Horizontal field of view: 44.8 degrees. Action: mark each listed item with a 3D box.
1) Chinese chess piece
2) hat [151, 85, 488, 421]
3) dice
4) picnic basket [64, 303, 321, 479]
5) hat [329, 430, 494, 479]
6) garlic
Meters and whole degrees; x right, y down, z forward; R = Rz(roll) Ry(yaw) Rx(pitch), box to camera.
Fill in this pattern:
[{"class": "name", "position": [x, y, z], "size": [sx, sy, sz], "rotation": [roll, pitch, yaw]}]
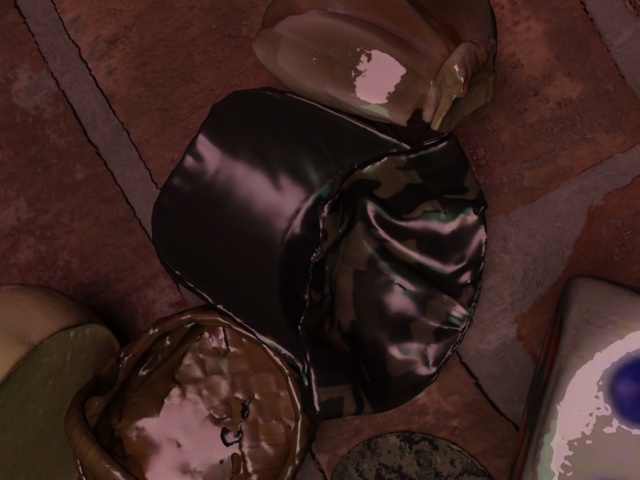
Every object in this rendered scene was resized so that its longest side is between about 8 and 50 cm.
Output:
[{"class": "Chinese chess piece", "position": [-0.400, 0.222, 0.990], "size": [0.140, 0.338, 0.338], "rotation": [23, 96, 17]}, {"class": "hat", "position": [0.000, 0.000, 0.984], "size": [0.381, 0.257, 0.366], "rotation": [32, 88, 30]}, {"class": "dice", "position": [0.387, 0.218, 0.859], "size": [0.304, 0.277, 0.304], "rotation": [15, 95, 14]}, {"class": "picnic basket", "position": [-0.173, 0.251, 0.956], "size": [0.293, 0.337, 0.337], "rotation": [36, 98, 9]}, {"class": "hat", "position": [0.119, 0.388, 0.994], "size": [0.265, 0.128, 0.266], "rotation": [1, 95, 11]}, {"class": "garlic", "position": [0.080, -0.252, 0.927], "size": [0.325, 0.279, 0.132], "rotation": [36, 138, 26]}]
